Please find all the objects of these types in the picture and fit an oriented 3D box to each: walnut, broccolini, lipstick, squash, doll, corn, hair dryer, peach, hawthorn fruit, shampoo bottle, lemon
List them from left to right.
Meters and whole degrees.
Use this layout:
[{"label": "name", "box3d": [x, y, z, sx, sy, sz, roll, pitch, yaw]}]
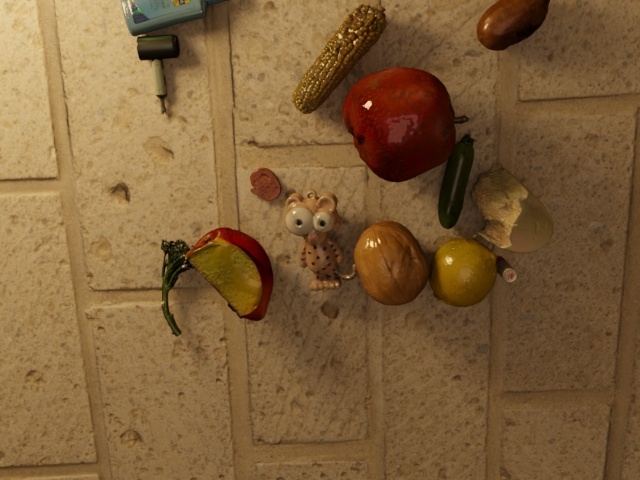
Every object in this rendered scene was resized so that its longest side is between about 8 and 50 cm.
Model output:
[{"label": "hair dryer", "box3d": [-0.398, -0.413, 1.856, 0.100, 0.057, 0.198, -2, 114, 0]}, {"label": "shampoo bottle", "box3d": [-0.348, -0.577, 1.796, 0.258, 0.061, 0.104, -14, 92, 3]}, {"label": "broccolini", "box3d": [-0.369, 0.129, 2.000, 0.123, 0.062, 0.272, 3, 101, 14]}, {"label": "peach", "box3d": [-0.203, 0.077, 1.936, 0.154, 0.159, 0.267, -37, 102, 20]}, {"label": "doll", "box3d": [-0.002, 0.001, 1.943, 0.154, 0.119, 0.278, -14, 108, 15]}, {"label": "corn", "box3d": [0.045, -0.449, 1.827, 0.097, 0.097, 0.320, 38, 104, -11]}, {"label": "walnut", "box3d": [0.181, 0.060, 1.924, 0.193, 0.193, 0.226, -31, 106, 8]}, {"label": "hawthorn fruit", "box3d": [0.206, -0.281, 1.791, 0.299, 0.275, 0.275, -5, 106, 10]}, {"label": "squash", "box3d": [0.351, -0.151, 1.930, 0.069, 0.069, 0.258, 9, 106, -3]}, {"label": "lemon", "box3d": [0.370, 0.086, 1.946, 0.173, 0.173, 0.206, 28, 119, -9]}, {"label": "lipstick", "box3d": [0.485, 0.075, 1.963, 0.038, 0.131, 0.038, 0, 105, -1]}, {"label": "walnut", "box3d": [0.473, -0.541, 1.805, 0.207, 0.116, 0.116, -34, 104, 1]}]

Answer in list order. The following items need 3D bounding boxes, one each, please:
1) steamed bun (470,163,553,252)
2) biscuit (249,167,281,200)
[{"label": "steamed bun", "box3d": [0.472, -0.064, 1.874, 0.170, 0.225, 0.200, -40, 105, 10]}, {"label": "biscuit", "box3d": [-0.148, -0.146, 1.949, 0.078, 0.015, 0.091, -27, 104, 8]}]
